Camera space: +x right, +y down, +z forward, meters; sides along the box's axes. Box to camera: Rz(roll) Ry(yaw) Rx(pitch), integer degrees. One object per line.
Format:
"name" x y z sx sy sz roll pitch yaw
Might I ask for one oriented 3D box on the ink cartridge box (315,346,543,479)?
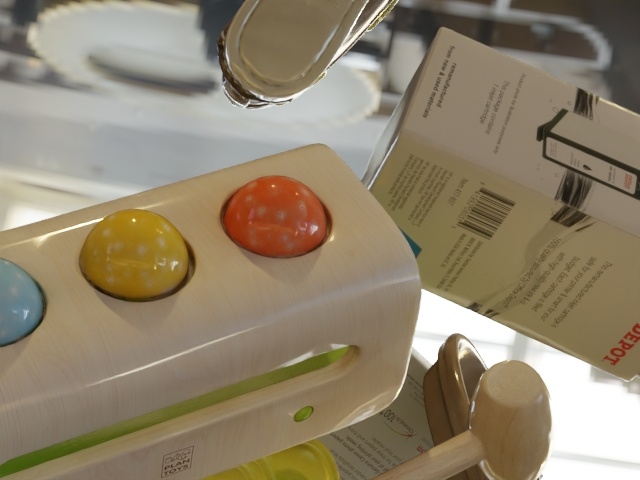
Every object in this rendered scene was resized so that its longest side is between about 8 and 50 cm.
"ink cartridge box" -0.007 0.196 1.577 0.309 0.272 0.130 44 1 -39

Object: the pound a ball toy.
"pound a ball toy" -0.056 0.060 0.920 0.319 0.208 0.136 -17 -43 -24

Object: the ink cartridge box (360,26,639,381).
"ink cartridge box" 0.129 -0.016 1.068 0.203 0.086 0.148 24 -31 -4

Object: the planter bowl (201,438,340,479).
"planter bowl" -0.076 0.204 1.060 0.090 0.217 0.217 22 -15 -19

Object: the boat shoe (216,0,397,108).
"boat shoe" 0.028 -0.242 1.570 0.116 0.324 0.097 39 -15 -5

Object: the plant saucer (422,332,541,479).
"plant saucer" 0.144 0.206 1.435 0.041 0.278 0.278 -24 -21 11
